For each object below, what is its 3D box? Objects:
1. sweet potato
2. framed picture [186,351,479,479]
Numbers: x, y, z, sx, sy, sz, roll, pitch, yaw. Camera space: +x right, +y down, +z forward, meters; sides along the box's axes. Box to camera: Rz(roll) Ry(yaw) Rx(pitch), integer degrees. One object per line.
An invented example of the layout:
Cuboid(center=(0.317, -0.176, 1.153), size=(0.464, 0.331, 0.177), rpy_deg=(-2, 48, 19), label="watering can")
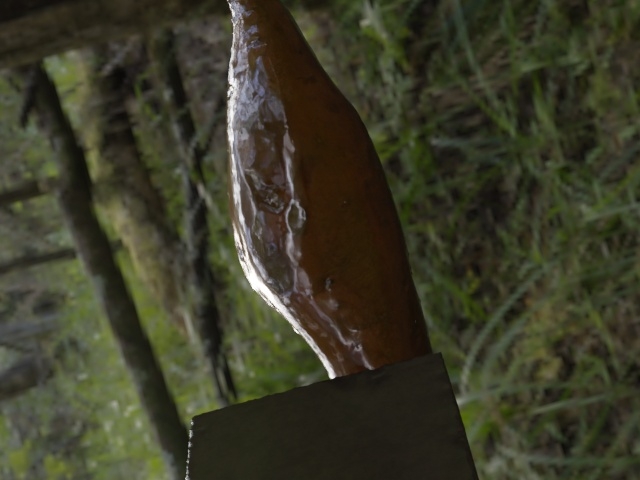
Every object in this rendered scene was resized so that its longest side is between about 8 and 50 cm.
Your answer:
Cuboid(center=(-0.001, -0.005, 0.886), size=(0.112, 0.112, 0.359), rpy_deg=(-158, 49, -85), label="sweet potato")
Cuboid(center=(0.004, 0.110, 0.606), size=(0.168, 0.128, 0.023), rpy_deg=(-98, -8, -67), label="framed picture")
